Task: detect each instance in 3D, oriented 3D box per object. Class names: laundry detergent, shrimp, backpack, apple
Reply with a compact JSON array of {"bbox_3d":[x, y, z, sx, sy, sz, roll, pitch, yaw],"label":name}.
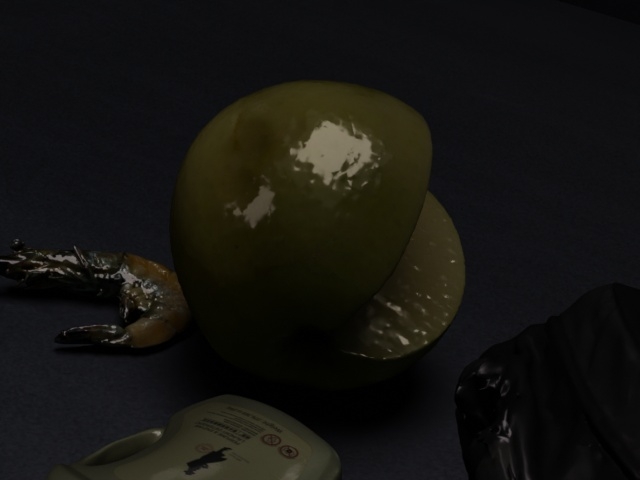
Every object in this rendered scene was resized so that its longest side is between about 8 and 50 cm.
[{"bbox_3d":[-0.114,0.203,1.021,0.181,0.091,0.253,27,31,35],"label":"laundry detergent"},{"bbox_3d":[-0.228,0.055,1.340,0.217,0.051,0.150,9,32,-10],"label":"shrimp"},{"bbox_3d":[0.281,0.206,0.885,0.445,0.255,0.363,37,13,-11],"label":"backpack"},{"bbox_3d":[0.000,0.000,1.265,0.292,0.292,0.254,9,49,-3],"label":"apple"}]
